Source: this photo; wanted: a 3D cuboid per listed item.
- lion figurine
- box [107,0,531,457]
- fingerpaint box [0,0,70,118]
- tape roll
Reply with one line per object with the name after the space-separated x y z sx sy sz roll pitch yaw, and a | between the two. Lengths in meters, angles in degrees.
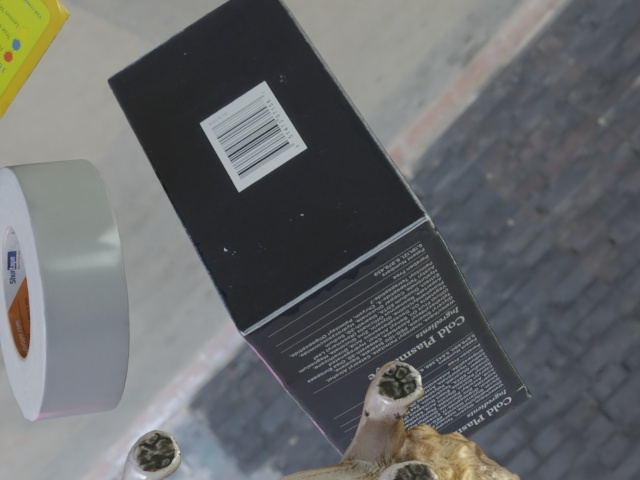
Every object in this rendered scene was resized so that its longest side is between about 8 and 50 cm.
-0.027 0.212 1.053 0.392 0.142 0.240 -10 147 -7 | lion figurine
0.000 0.000 1.386 0.179 0.343 0.312 -33 140 2 | box
-0.589 -0.303 1.969 0.445 0.163 0.371 50 59 -42 | fingerpaint box
-0.226 0.042 1.311 0.072 0.219 0.219 -5 146 -22 | tape roll
